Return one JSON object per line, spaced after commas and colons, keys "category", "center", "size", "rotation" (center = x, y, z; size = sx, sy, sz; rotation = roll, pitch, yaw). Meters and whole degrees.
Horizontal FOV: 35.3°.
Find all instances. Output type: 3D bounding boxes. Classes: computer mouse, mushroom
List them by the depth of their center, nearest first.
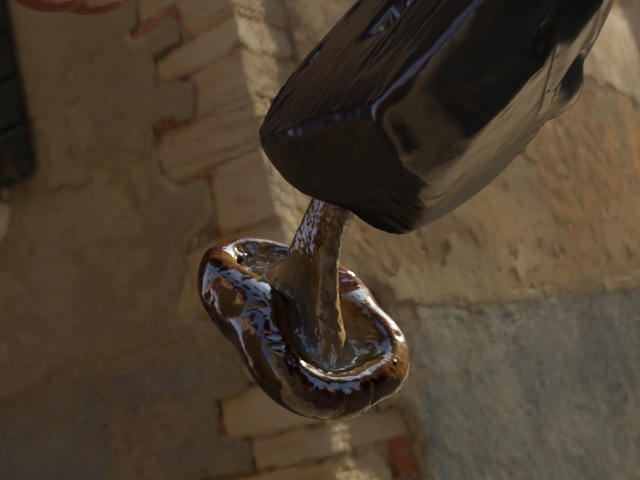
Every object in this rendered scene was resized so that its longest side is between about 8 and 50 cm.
{"category": "computer mouse", "center": [0.054, -0.067, 0.431], "size": [0.138, 0.086, 0.269], "rotation": [-54, 13, -10]}
{"category": "mushroom", "center": [0.000, 0.000, 0.782], "size": [0.148, 0.218, 0.227], "rotation": [-4, 30, -37]}

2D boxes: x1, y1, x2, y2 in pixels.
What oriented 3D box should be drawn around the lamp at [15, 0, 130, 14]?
{"category": "lamp", "center": [-0.293, -0.402, 1.112], "size": [0.305, 0.305, 0.239], "rotation": [-5, -32, -42]}
